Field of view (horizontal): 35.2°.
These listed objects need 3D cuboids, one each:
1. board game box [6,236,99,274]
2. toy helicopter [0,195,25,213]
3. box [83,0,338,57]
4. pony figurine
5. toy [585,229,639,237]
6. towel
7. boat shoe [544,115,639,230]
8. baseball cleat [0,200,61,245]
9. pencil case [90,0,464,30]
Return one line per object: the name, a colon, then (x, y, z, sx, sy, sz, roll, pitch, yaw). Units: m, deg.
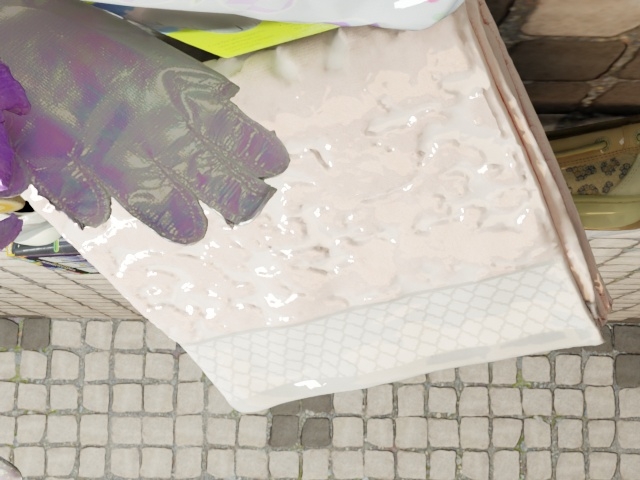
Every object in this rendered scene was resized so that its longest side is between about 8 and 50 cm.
board game box: (-0.310, 0.009, 1.348, 0.141, 0.048, 0.170, -4, 169, 16)
toy helicopter: (-0.411, -0.025, 0.903, 0.355, 0.140, 0.235, -6, 171, 19)
box: (-0.064, -0.138, 0.475, 0.109, 0.043, 0.178, -7, 169, 37)
pony figurine: (-0.236, -0.041, 0.457, 0.351, 0.303, 0.363, 38, 179, 10)
toy: (0.362, -0.046, 0.961, 0.237, 0.056, 0.137, -3, 168, -10)
towel: (0.000, 0.000, 0.685, 0.331, 0.053, 0.317, -14, 134, 24)
boat shoe: (0.133, -0.064, 0.828, 0.285, 0.089, 0.104, 2, -163, 4)
baseball cleat: (-0.375, -0.038, 1.066, 0.205, 0.072, 0.109, -2, 154, 3)
pencil case: (-0.076, -0.134, 0.292, 0.273, 0.114, 0.124, 4, 149, -19)
